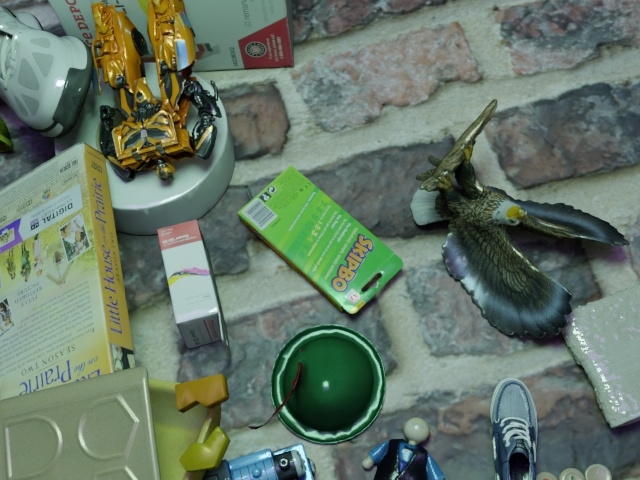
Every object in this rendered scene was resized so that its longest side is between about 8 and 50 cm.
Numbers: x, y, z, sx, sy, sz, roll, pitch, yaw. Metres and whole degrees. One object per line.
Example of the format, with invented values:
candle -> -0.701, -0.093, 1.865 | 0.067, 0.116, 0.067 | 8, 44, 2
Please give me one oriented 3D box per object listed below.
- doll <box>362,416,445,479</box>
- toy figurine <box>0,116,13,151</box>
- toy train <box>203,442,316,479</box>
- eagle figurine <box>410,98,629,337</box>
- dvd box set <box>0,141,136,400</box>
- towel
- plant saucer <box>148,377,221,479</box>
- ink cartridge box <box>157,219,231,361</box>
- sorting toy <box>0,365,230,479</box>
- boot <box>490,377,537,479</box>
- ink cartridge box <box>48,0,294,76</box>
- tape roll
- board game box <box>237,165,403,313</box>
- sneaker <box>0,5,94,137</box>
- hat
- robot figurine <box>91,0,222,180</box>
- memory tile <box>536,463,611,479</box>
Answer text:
doll -> 0.115, 0.336, 1.169 | 0.129, 0.046, 0.189 | 11, 59, 18
toy figurine -> -0.693, -0.289, 1.441 | 0.362, 0.191, 0.217 | 6, 60, 4
toy train -> -0.096, 0.333, 1.149 | 0.184, 0.105, 0.080 | -16, 65, -4
eagle figurine -> 0.284, -0.021, 1.282 | 0.298, 0.225, 0.226 | 43, 116, -10
dvd box set -> -0.419, 0.099, 1.220 | 0.308, 0.062, 0.420 | -27, 60, 19
towel -> 0.512, 0.145, 1.242 | 0.282, 0.049, 0.187 | -20, 64, -5
plant saucer -> -0.285, 0.347, 1.109 | 0.333, 0.081, 0.333 | 0, 60, 38
ink cartridge box -> -0.189, 0.085, 1.267 | 0.067, 0.115, 0.198 | -15, 64, -5
sorting toy -> -0.248, 0.272, 1.014 | 0.307, 0.041, 0.229 | -14, 67, 7
boot -> 0.275, 0.276, 1.168 | 0.069, 0.086, 0.190 | 1, 65, 3
ink cartridge box -> -0.247, -0.426, 1.427 | 0.385, 0.279, 0.160 | -3, 66, 2
tape roll -> -0.288, -0.155, 1.397 | 0.286, 0.100, 0.286 | -1, 65, 3
board game box -> 0.000, 0.000, 1.343 | 0.124, 0.039, 0.259 | -43, 67, -15
sneaker -> -0.543, -0.298, 1.316 | 0.447, 0.257, 0.169 | 36, 105, 46
hat -> 0.006, 0.186, 1.170 | 0.173, 0.183, 0.208 | 4, 65, 5
robot figurine -> -0.266, -0.235, 1.291 | 0.211, 0.085, 0.291 | -14, 79, 17
memory tile -> 0.359, 0.386, 1.151 | 0.113, 0.012, 0.148 | -7, 64, -1
